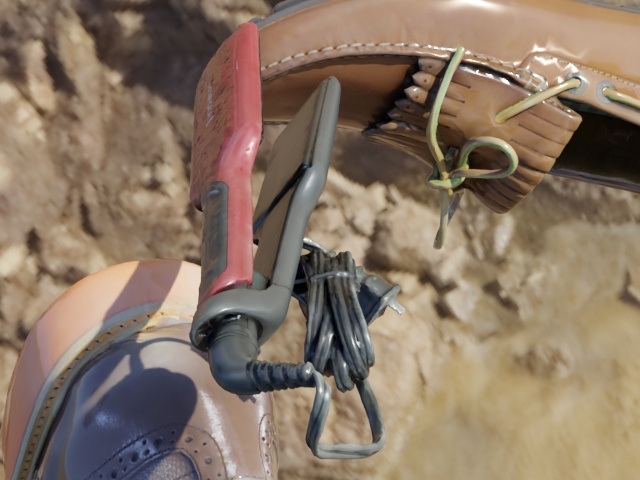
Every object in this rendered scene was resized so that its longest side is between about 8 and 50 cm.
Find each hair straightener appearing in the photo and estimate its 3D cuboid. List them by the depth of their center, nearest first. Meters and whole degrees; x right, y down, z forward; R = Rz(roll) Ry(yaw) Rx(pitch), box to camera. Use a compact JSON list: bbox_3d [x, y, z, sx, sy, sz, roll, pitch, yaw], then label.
[{"bbox_3d":[0.000,0.000,0.545,0.047,0.089,0.230,-52,21,20],"label":"hair straightener"}]

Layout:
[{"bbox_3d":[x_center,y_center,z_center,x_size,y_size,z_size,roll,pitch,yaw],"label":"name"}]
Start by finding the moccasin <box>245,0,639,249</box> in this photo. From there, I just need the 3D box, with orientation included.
[{"bbox_3d":[0.119,-0.076,1.002,0.380,0.139,0.147,6,71,-23],"label":"moccasin"}]

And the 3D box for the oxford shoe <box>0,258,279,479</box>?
[{"bbox_3d":[-0.100,0.186,0.729,0.130,0.363,0.133,-6,42,-25],"label":"oxford shoe"}]
